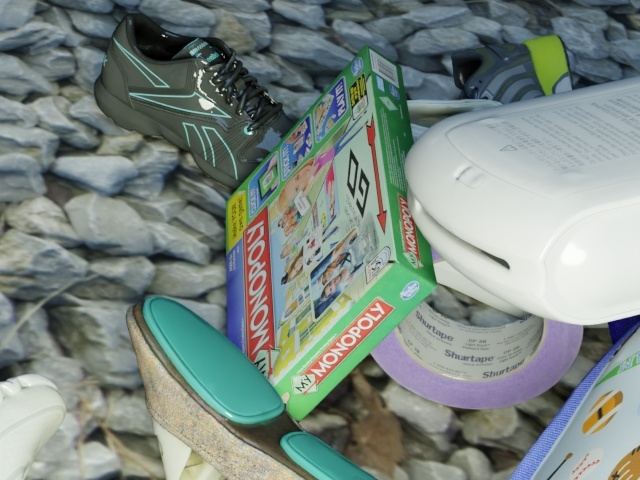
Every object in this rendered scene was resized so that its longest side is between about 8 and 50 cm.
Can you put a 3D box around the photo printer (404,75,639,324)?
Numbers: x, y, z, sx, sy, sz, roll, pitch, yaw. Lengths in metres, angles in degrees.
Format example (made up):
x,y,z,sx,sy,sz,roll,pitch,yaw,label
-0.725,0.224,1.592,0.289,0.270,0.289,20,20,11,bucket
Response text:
x,y,z,sx,sy,sz,roll,pitch,yaw,label
0.229,-0.038,1.426,0.307,0.107,0.256,-13,24,-18,photo printer

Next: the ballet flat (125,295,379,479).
x,y,z,sx,sy,sz,roll,pitch,yaw,label
-0.055,0.170,1.429,0.316,0.106,0.107,40,19,28,ballet flat

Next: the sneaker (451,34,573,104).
x,y,z,sx,sy,sz,roll,pitch,yaw,label
0.201,-0.110,1.924,0.121,0.111,0.300,-1,31,-4,sneaker

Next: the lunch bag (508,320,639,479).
x,y,z,sx,sy,sz,roll,pitch,yaw,label
0.315,0.173,1.258,0.239,0.328,0.385,48,58,-21,lunch bag

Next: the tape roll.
x,y,z,sx,sy,sz,roll,pitch,yaw,label
0.129,0.045,1.595,0.189,0.189,0.080,15,35,2,tape roll

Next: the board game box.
x,y,z,sx,sy,sz,roll,pitch,yaw,label
0.000,0.000,1.596,0.046,0.213,0.317,32,28,-24,board game box

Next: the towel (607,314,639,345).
x,y,z,sx,sy,sz,roll,pitch,yaw,label
0.307,0.101,1.608,0.228,0.076,0.308,39,25,-26,towel

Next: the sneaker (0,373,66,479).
x,y,z,sx,sy,sz,roll,pitch,yaw,label
-0.257,0.208,1.326,0.118,0.110,0.292,31,46,10,sneaker

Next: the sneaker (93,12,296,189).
x,y,z,sx,sy,sz,roll,pitch,yaw,label
-0.100,-0.128,1.828,0.267,0.106,0.101,25,36,13,sneaker

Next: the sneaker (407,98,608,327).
x,y,z,sx,sy,sz,roll,pitch,yaw,label
0.178,-0.032,1.737,0.292,0.169,0.108,17,34,1,sneaker
